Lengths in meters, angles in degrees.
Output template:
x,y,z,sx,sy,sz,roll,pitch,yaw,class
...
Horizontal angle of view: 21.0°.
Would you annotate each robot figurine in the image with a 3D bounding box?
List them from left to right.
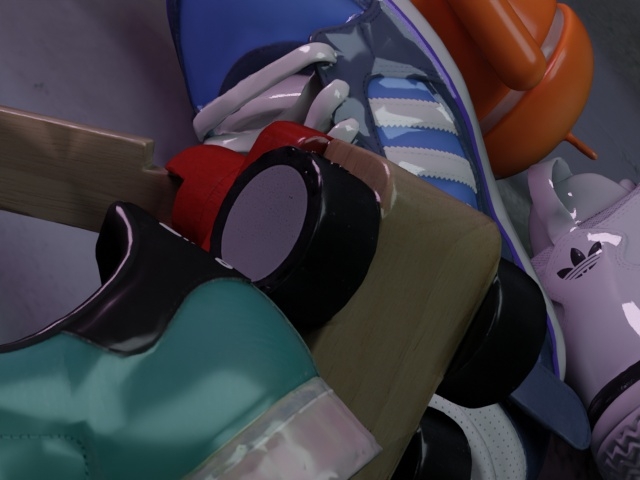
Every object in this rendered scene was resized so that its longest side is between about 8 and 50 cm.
x,y,z,sx,sy,sz,roll,pitch,yaw,class
0.070,-0.120,1.007,0.219,0.158,0.128,39,47,-17,robot figurine

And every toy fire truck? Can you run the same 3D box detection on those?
x,y,z,sx,sy,sz,roll,pitch,yaw,class
-0.074,0.044,0.670,0.158,0.217,0.246,26,1,-36,toy fire truck

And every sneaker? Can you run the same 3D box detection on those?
x,y,z,sx,sy,sz,roll,pitch,yaw,class
-0.129,0.101,0.472,0.302,0.108,0.121,-35,81,-27,sneaker
0.000,0.001,0.808,0.322,0.130,0.236,59,26,-6,sneaker
0.238,0.079,1.037,0.366,0.137,0.210,32,27,-50,sneaker
